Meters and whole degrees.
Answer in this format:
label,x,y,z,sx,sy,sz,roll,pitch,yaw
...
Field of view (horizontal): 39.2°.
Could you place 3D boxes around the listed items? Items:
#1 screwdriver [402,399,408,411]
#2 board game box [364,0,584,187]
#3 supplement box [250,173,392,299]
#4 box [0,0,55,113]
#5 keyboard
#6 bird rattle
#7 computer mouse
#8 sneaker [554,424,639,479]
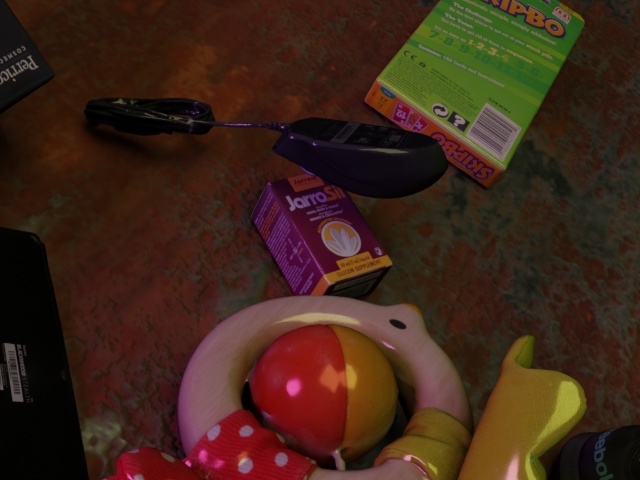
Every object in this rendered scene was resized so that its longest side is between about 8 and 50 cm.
label,x,y,z,sx,sy,sz,roll,pitch,yaw
screwdriver,0.083,0.161,0.537,0.025,0.024,0.170,25,34,-47
board game box,0.146,-0.162,0.789,0.124,0.039,0.259,35,51,1
supplement box,0.000,0.000,0.594,0.055,0.043,0.083,-17,64,-33
box,-0.259,-0.108,0.478,0.156,0.093,0.158,-48,113,-41
keyboard,-0.180,0.075,0.469,0.100,0.038,0.192,15,46,-46
bird rattle,0.000,0.114,0.486,0.253,0.143,0.207,-8,39,-8
computer mouse,-0.039,-0.060,0.582,0.242,0.041,0.071,11,21,13
sneaker,0.281,0.184,0.555,0.267,0.106,0.101,23,48,-10
